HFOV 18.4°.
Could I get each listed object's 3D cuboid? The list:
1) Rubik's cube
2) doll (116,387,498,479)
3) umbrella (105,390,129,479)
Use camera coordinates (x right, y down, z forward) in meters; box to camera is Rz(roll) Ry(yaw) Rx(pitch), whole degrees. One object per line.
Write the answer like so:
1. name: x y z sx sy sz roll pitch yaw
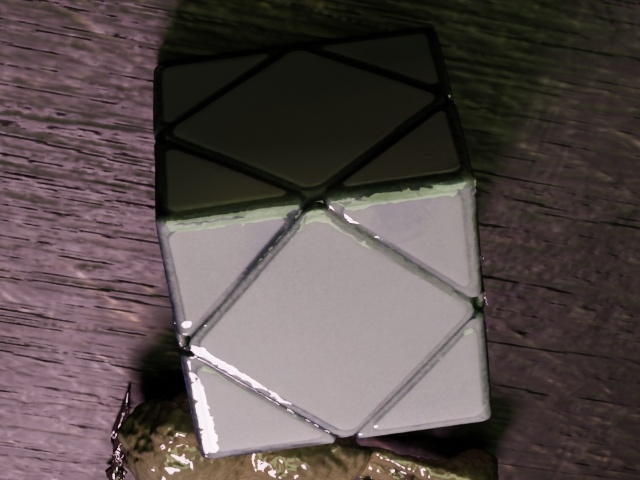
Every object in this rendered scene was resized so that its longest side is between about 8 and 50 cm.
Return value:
1. Rubik's cube: 0.000 0.000 1.343 0.207 0.205 0.205 -6 125 0
2. doll: -0.008 0.166 1.532 0.286 0.091 0.202 -1 159 9
3. umbrella: -0.159 0.167 1.564 0.022 0.013 0.122 22 124 6
